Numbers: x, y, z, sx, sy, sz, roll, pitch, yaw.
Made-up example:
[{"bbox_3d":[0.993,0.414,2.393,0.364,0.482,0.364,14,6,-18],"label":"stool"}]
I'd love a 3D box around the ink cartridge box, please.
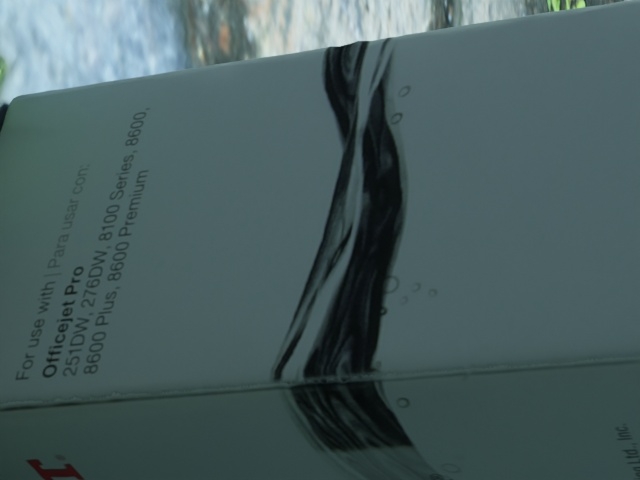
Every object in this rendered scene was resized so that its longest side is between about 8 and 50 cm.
[{"bbox_3d":[0.089,0.061,0.685,0.285,0.395,0.166,58,34,-47],"label":"ink cartridge box"}]
